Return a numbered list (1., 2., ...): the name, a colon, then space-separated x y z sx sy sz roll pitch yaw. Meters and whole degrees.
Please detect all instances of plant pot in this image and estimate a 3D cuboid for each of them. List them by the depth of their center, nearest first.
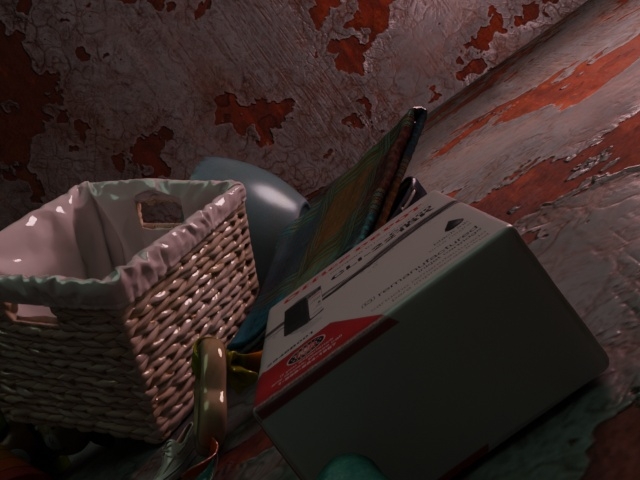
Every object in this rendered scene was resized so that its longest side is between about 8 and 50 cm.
1. plant pot: -0.123 -0.014 1.513 0.195 0.290 0.290 2 19 13

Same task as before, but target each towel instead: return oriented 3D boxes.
1. towel: 0.000 0.000 1.073 0.370 0.040 0.271 -43 18 50

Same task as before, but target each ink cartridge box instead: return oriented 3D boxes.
1. ink cartridge box: 0.063 0.070 0.606 0.197 0.114 0.273 -36 7 4

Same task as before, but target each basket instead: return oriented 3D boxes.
1. basket: -0.296 0.088 1.156 0.328 0.266 0.331 1 26 27

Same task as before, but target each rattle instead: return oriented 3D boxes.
1. rattle: -0.076 0.188 0.834 0.130 0.142 0.200 -67 19 13

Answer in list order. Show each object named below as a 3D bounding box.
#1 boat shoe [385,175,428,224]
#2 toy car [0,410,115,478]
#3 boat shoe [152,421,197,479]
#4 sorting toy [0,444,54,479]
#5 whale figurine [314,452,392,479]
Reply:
1. boat shoe: 0.065 0.007 1.105 0.254 0.079 0.095 -40 16 -17
2. toy car: -0.415 0.305 1.240 0.188 0.155 0.149 -20 13 20
3. boat shoe: -0.163 0.239 0.881 0.035 0.035 0.100 -30 9 36
4. sorting toy: -0.539 0.398 1.071 0.365 0.127 0.126 -37 51 -9
5. whale figurine: -0.049 0.159 0.342 0.272 0.141 0.216 -22 28 -34
